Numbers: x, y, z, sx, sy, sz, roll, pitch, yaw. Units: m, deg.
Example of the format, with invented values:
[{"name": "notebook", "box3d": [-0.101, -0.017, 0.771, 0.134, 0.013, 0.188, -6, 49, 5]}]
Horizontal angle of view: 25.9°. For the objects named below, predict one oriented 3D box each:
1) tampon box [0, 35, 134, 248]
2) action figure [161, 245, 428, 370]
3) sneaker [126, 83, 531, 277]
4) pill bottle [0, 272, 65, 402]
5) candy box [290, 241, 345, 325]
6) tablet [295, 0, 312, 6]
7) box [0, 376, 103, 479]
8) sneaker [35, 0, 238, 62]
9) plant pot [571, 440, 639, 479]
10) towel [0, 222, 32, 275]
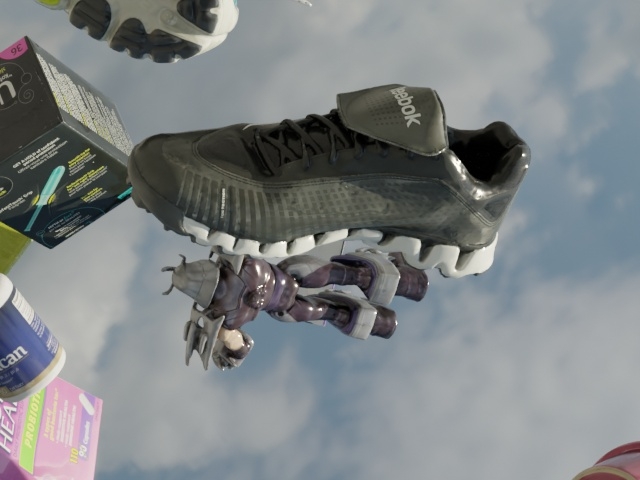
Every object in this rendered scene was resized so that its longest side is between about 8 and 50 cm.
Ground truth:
[{"name": "tampon box", "box3d": [-0.252, -0.085, 1.243, 0.120, 0.161, 0.101, -31, -116, 9]}, {"name": "action figure", "box3d": [-0.037, 0.047, 1.363, 0.099, 0.285, 0.185, 48, -60, 44]}, {"name": "sneaker", "box3d": [0.015, -0.043, 0.734, 0.106, 0.234, 0.078, -59, -143, 35]}, {"name": "pill bottle", "box3d": [-0.376, 0.097, 1.594, 0.094, 0.169, 0.094, -26, -153, 14]}, {"name": "candy box", "box3d": [0.000, 0.000, 1.941, 0.070, 0.164, 0.196, 13, -156, 1]}, {"name": "tablet", "box3d": [-0.046, -0.301, 1.677, 0.006, 0.054, 0.083, -67, -153, 15]}, {"name": "box", "box3d": [-0.408, 0.266, 1.757, 0.117, 0.243, 0.213, -21, -129, 31]}, {"name": "sneaker", "box3d": [-0.167, -0.203, 0.824, 0.107, 0.275, 0.110, -49, -171, 24]}, {"name": "plant pot", "box3d": [0.391, 0.347, 1.727, 0.201, 0.180, 0.201, -7, -103, 35]}, {"name": "towel", "box3d": [-0.467, 0.014, 1.891, 0.021, 0.102, 0.237, -49, -170, 28]}]
